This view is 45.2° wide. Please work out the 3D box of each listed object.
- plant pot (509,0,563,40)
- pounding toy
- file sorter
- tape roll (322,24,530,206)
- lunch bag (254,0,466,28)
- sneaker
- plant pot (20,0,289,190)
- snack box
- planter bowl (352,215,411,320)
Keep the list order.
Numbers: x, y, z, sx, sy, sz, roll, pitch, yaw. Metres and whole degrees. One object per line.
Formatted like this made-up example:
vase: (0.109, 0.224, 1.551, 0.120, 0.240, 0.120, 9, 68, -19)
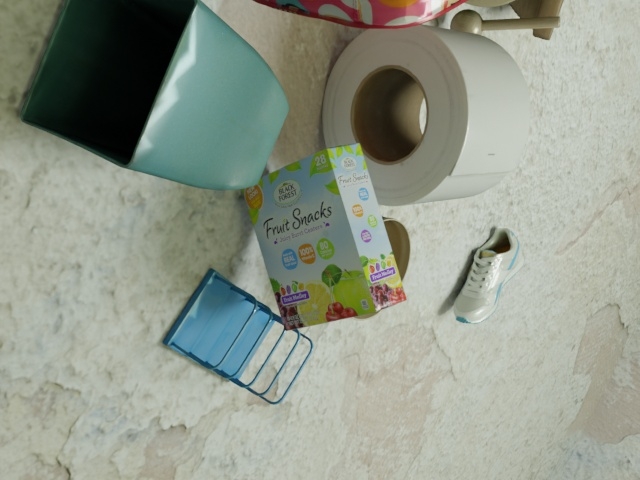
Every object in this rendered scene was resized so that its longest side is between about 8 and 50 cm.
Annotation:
plant pot: (0.365, -0.459, 1.261, 0.237, 0.109, 0.237, 20, 90, -79)
pounding toy: (0.266, -0.435, 1.169, 0.110, 0.183, 0.237, -65, 144, -54)
file sorter: (-0.104, 0.139, 1.061, 0.118, 0.104, 0.170, -58, 141, -10)
tape roll: (0.145, -0.174, 1.076, 0.169, 0.246, 0.246, -8, 115, -47)
lunch bag: (0.065, -0.337, 0.847, 0.258, 0.293, 0.120, -34, 133, -31)
sneaker: (0.335, 0.073, 1.571, 0.229, 0.087, 0.092, -52, 134, -29)
plant pot: (-0.148, -0.149, 0.817, 0.234, 0.165, 0.166, 18, 95, -60)
snack box: (0.000, 0.000, 0.989, 0.070, 0.174, 0.207, -14, 87, -45)
planter bowl: (0.047, 0.028, 1.176, 0.162, 0.109, 0.162, -25, 127, -39)
